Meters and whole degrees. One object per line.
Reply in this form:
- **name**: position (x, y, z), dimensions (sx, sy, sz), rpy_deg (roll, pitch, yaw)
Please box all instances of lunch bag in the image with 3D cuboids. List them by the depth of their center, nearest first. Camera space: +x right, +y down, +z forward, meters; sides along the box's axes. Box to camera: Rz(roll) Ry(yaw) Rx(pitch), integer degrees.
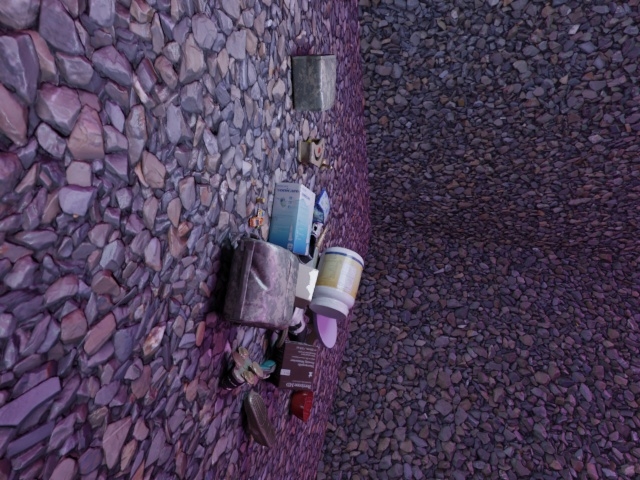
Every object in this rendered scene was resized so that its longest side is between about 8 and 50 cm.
- **lunch bag**: position (-0.214, 0.149, 1.391), dimensions (0.256, 0.212, 0.305), rpy_deg (48, 49, -71)
- **lunch bag**: position (-0.012, -0.739, 1.877), dimensions (0.287, 0.169, 0.235), rpy_deg (-49, 142, -58)
- **lunch bag**: position (0.000, -0.192, 2.268), dimensions (0.151, 0.096, 0.129), rpy_deg (94, 12, -48)

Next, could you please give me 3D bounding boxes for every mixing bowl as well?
- **mixing bowl**: position (-0.113, 0.919, 2.276), dimensions (0.181, 0.098, 0.181), rpy_deg (7, 90, -76)

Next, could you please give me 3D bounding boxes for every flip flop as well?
- **flip flop**: position (-0.186, 0.340, 1.818), dimensions (0.112, 0.080, 0.277), rpy_deg (163, -69, -77)

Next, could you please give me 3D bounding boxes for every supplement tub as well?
- **supplement tub**: position (0.078, 0.217, 2.038), dimensions (0.228, 0.228, 0.316), rpy_deg (69, 35, -60)

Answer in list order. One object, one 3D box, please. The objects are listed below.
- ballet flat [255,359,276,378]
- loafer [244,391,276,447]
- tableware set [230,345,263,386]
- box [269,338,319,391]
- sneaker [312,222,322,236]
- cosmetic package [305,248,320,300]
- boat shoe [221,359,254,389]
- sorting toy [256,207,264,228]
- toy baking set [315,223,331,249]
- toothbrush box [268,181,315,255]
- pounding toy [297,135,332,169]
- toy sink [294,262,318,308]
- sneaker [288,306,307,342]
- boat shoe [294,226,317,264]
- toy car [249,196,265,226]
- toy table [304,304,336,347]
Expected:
- **ballet flat**: position (-0.241, 0.559, 1.723), dimensions (0.213, 0.072, 0.068), rpy_deg (36, 66, -73)
- **loafer**: position (-0.268, 0.748, 1.668), dimensions (0.102, 0.092, 0.268), rpy_deg (-58, 134, -67)
- **tableware set**: position (-0.269, 0.456, 1.476), dimensions (0.141, 0.020, 0.168), rpy_deg (55, 6, 6)
- **box**: position (-0.123, 0.573, 1.865), dimensions (0.167, 0.168, 0.203), rpy_deg (157, -57, -68)
- **sneaker**: position (-0.015, -0.095, 2.332), dimensions (0.061, 0.053, 0.152), rpy_deg (49, 49, -66)
- **cosmetic package**: position (-0.060, 0.186, 2.165), dimensions (0.309, 0.113, 0.160), rpy_deg (75, 26, -55)
- **boat shoe**: position (-0.301, 0.498, 1.508), dimensions (0.079, 0.084, 0.233), rpy_deg (-45, 171, 2)
- **sorting toy**: position (-0.237, -0.082, 1.594), dimensions (0.062, 0.012, 0.083), rpy_deg (42, 55, -72)
- **toy baking set**: position (0.000, 0.000, 2.371), dimensions (0.197, 0.030, 0.256), rpy_deg (103, 13, -80)
- **toothbrush box**: position (-0.124, -0.090, 1.794), dimensions (0.216, 0.126, 0.296), rpy_deg (18, 80, -74)
- **pounding toy**: position (-0.006, -0.448, 2.031), dimensions (0.269, 0.155, 0.154), rpy_deg (-3, 103, -75)
- **toy sink**: position (-0.149, 0.179, 1.746), dimensions (0.131, 0.234, 0.153), rpy_deg (127, -20, -57)
- **sneaker**: position (-0.144, 0.382, 1.968), dimensions (0.146, 0.122, 0.331), rpy_deg (-22, 120, -53)
- **boat shoe**: position (-0.062, -0.012, 1.987), dimensions (0.108, 0.102, 0.301), rpy_deg (43, 35, -31)
- **toy car**: position (-0.237, -0.108, 1.531), dimensions (0.060, 0.040, 0.122), rpy_deg (19, 77, -71)
- **toy table**: position (-0.027, 0.442, 2.171), dimensions (0.252, 0.161, 0.274), rpy_deg (15, 67, -53)
